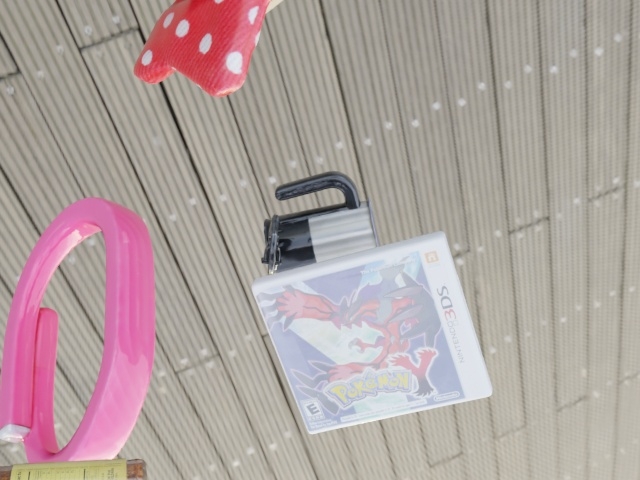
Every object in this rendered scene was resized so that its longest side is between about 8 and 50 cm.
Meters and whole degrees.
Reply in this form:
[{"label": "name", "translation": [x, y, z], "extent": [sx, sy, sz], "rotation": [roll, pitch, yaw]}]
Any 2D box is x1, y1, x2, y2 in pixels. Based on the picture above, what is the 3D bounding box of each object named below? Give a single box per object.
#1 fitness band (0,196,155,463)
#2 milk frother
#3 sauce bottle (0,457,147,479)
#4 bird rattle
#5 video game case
[{"label": "fitness band", "translation": [-0.241, 0.092, 0.886], "extent": [0.054, 0.290, 0.209], "rotation": [23, 135, -39]}, {"label": "milk frother", "translation": [0.000, 0.000, 1.072], "extent": [0.135, 0.143, 0.129], "rotation": [-12, 124, 5]}, {"label": "sauce bottle", "translation": [-0.152, 0.133, 0.454], "extent": [0.128, 0.042, 0.042], "rotation": [-1, 128, -10]}, {"label": "bird rattle", "translation": [0.003, -0.162, 0.441], "extent": [0.143, 0.207, 0.253], "rotation": [38, 83, -6]}, {"label": "video game case", "translation": [0.053, 0.099, 0.914], "extent": [0.201, 0.023, 0.183], "rotation": [-15, 109, 14]}]
